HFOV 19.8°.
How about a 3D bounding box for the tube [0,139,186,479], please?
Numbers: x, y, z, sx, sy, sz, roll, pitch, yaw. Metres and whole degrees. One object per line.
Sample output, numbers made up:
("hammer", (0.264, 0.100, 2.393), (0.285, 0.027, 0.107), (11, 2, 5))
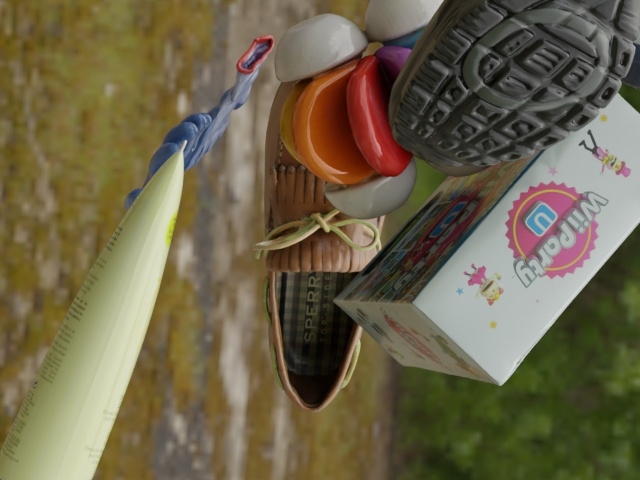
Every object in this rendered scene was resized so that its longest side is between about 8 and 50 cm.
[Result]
("tube", (-0.132, 0.048, 1.154), (0.062, 0.070, 0.240), (25, 87, -47))

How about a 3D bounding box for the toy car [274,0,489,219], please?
("toy car", (0.058, -0.104, 1.375), (0.136, 0.182, 0.159), (-118, -176, -76))

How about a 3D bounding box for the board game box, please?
("board game box", (0.143, -0.001, 1.464), (0.224, 0.097, 0.303), (-48, -173, -9))

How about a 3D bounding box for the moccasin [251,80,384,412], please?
("moccasin", (-0.003, 0.000, 1.839), (0.147, 0.139, 0.380), (-94, -167, -59))

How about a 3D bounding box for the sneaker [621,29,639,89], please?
("sneaker", (0.301, -0.267, 1.825), (0.131, 0.112, 0.319), (-64, -152, 30))

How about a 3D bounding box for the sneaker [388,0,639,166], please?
("sneaker", (0.142, -0.163, 1.057), (0.286, 0.109, 0.130), (-48, -152, 14))

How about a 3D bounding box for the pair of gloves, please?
("pair of gloves", (-0.107, -0.080, 1.487), (0.198, 0.023, 0.159), (-52, 178, -39))
